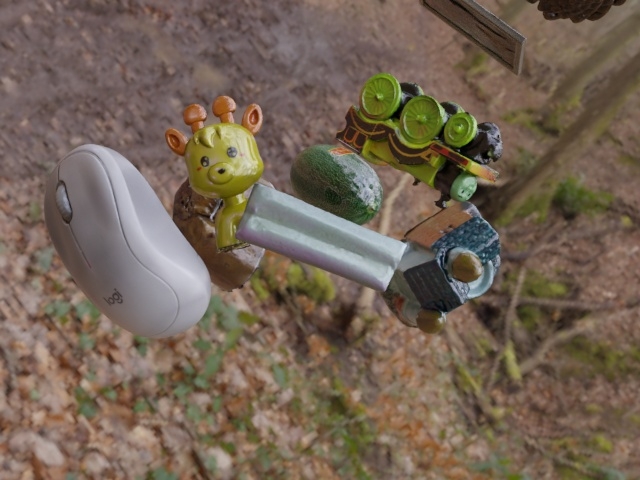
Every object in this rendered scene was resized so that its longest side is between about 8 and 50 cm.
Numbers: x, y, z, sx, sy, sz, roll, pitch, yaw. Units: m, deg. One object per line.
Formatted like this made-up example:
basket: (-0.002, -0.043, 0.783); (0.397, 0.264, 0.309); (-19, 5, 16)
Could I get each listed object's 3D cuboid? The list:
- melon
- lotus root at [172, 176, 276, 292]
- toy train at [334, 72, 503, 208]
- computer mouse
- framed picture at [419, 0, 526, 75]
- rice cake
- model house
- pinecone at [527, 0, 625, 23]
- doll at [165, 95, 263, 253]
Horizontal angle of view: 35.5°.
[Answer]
melon: (0.044, -0.128, 2.409); (0.287, 0.182, 0.182); (39, -4, 39)
lotus root: (-0.214, -0.043, 2.125); (0.192, 0.272, 0.272); (31, 19, -30)
toy train: (0.163, -0.163, 1.625); (0.296, 0.161, 0.100); (34, 12, 39)
computer mouse: (-0.284, 0.016, 1.385); (0.297, 0.184, 0.121); (55, 41, -8)
framed picture: (0.277, -0.412, 1.863); (0.250, 0.016, 0.184); (40, -2, 12)
rice cake: (0.001, 0.000, 1.332); (0.221, 0.080, 0.042); (22, -6, -5)
model house: (0.252, 0.065, 1.899); (0.184, 0.253, 0.291); (59, -6, -10)
pinecone: (0.405, -0.453, 1.574); (0.208, 0.207, 0.208); (53, 8, -11)
doll: (-0.129, -0.094, 1.420); (0.135, 0.142, 0.221); (-29, 102, -84)
